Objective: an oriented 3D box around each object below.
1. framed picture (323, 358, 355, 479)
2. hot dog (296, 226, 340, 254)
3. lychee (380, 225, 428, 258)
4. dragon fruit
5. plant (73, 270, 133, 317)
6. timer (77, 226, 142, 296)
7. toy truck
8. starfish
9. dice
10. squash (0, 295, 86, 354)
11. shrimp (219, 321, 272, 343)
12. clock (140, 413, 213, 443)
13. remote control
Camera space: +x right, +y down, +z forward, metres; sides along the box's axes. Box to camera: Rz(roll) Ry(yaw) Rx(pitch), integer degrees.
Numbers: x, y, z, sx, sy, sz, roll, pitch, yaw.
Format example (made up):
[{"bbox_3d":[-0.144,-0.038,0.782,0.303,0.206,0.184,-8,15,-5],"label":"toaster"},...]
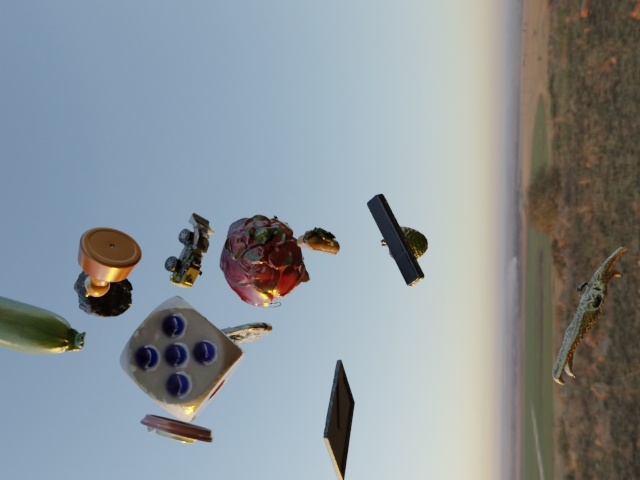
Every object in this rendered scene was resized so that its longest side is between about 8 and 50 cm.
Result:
[{"bbox_3d":[0.055,0.486,1.403,0.265,0.018,0.192,-72,-28,-56],"label":"framed picture"},{"bbox_3d":[0.000,0.000,0.909,0.133,0.056,0.041,17,-94,-68],"label":"hot dog"},{"bbox_3d":[0.257,0.010,1.571,0.114,0.146,0.114,1,-90,-87],"label":"lychee"},{"bbox_3d":[-0.122,0.049,1.128,0.193,0.192,0.274,-52,-18,-17],"label":"dragon fruit"},{"bbox_3d":[-0.660,0.142,1.530,0.146,0.274,0.149,17,-94,-31],"label":"plant"},{"bbox_3d":[-0.491,0.067,1.150,0.152,0.132,0.132,-57,-4,27],"label":"timer"},{"bbox_3d":[-0.493,0.043,1.979,0.136,0.111,0.286,35,-107,-58],"label":"toy truck"},{"bbox_3d":[0.422,0.122,0.818,0.247,0.050,0.138,-55,-35,-11],"label":"starfish"},{"bbox_3d":[-0.368,0.317,1.377,0.243,0.251,0.259,-50,-6,-13],"label":"dice"},{"bbox_3d":[-0.711,0.175,1.117,0.107,0.394,0.107,-167,90,-85],"label":"squash"},{"bbox_3d":[-0.345,0.333,1.772,0.233,0.364,0.071,41,-142,-70],"label":"shrimp"},{"bbox_3d":[-0.464,0.615,1.654,0.244,0.244,0.056,53,-133,-61],"label":"clock"},{"bbox_3d":[0.185,-0.003,1.272,0.025,0.063,0.245,-9,-115,-38],"label":"remote control"}]
